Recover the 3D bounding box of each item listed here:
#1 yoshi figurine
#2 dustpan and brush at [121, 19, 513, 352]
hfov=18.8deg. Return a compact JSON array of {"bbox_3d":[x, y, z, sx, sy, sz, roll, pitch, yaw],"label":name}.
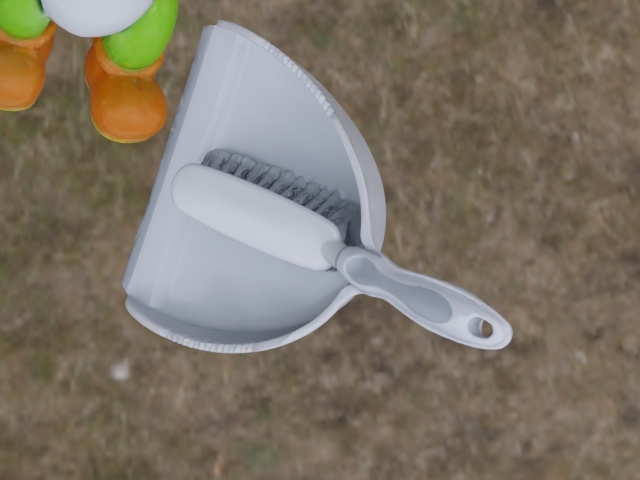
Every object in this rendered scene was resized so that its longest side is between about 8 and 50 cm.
[{"bbox_3d":[-0.148,-0.217,1.414,0.203,0.203,0.362,-30,156,-42],"label":"yoshi figurine"},{"bbox_3d":[0.000,0.000,0.849,0.211,0.060,0.147,24,102,24],"label":"dustpan and brush"}]
